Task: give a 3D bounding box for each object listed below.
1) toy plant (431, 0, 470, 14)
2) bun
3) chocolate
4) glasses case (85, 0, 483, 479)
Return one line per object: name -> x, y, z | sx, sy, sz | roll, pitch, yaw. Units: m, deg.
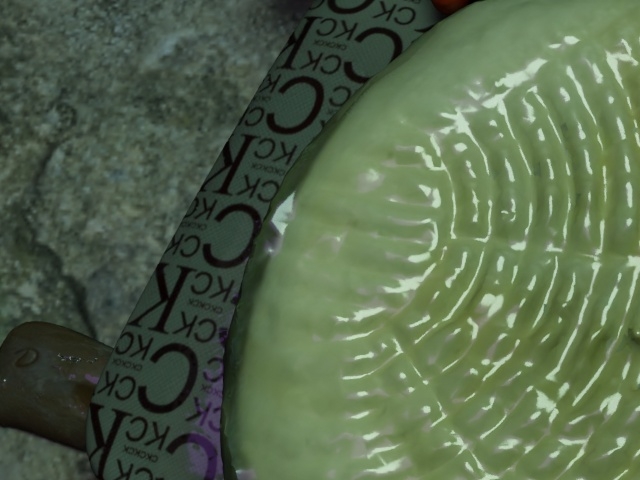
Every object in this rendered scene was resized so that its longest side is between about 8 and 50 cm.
toy plant -> 0.129, -0.278, 1.042 | 0.400, 0.185, 0.279 | -20, 97, -1
bun -> 0.139, 0.069, 0.843 | 0.364, 0.202, 0.364 | -7, 65, 16
chocolate -> -0.139, 0.080, 1.029 | 0.101, 0.031, 0.064 | 18, 75, 18
glasses case -> 0.000, 0.000, 1.004 | 0.137, 0.085, 0.354 | 22, 71, 19
